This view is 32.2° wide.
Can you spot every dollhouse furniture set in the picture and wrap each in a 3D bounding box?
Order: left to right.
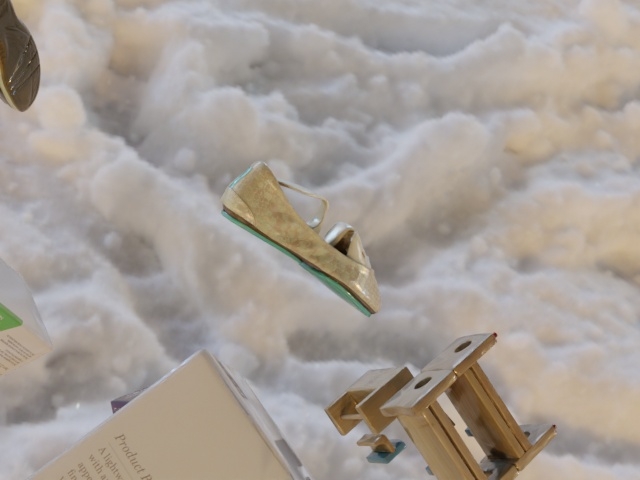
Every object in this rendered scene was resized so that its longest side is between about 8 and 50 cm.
[{"bbox_3d":[0.124,0.189,1.171,0.129,0.184,0.129,-37,99,-27],"label":"dollhouse furniture set"}]

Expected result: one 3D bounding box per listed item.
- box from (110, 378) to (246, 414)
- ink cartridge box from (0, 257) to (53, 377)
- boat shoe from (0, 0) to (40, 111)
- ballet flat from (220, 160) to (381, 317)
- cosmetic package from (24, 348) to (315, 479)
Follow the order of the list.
[{"bbox_3d":[-0.184,0.279,1.555,0.108,0.207,0.153,-17,94,-39],"label":"box"},{"bbox_3d":[-0.515,0.125,1.372,0.289,0.211,0.121,-28,64,-2],"label":"ink cartridge box"},{"bbox_3d":[-0.420,-0.255,1.405,0.073,0.223,0.080,13,58,16],"label":"boat shoe"},{"bbox_3d":[0.000,0.000,0.799,0.168,0.052,0.057,37,-2,-39],"label":"ballet flat"},{"bbox_3d":[-0.093,0.191,0.718,0.184,0.151,0.151,-35,76,-5],"label":"cosmetic package"}]
